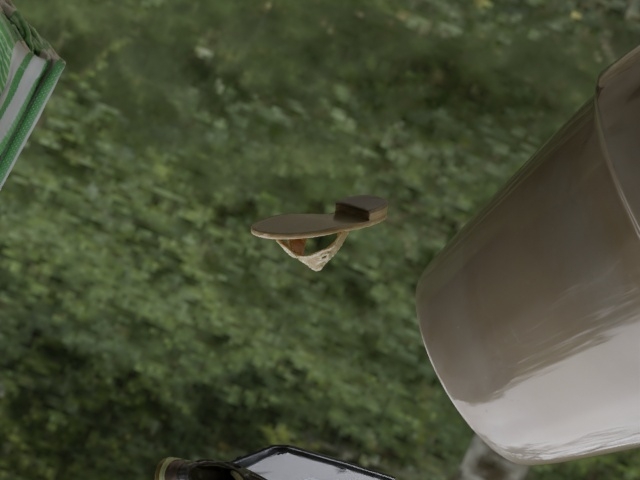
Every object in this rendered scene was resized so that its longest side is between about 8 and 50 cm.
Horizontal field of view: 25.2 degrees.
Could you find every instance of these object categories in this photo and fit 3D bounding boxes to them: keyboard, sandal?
[{"bbox_3d":[-0.045,0.354,2.059,0.317,0.201,0.033,29,-143,-52],"label":"keyboard"},{"bbox_3d":[0.005,0.002,1.929,0.088,0.079,0.240,19,-155,39],"label":"sandal"}]

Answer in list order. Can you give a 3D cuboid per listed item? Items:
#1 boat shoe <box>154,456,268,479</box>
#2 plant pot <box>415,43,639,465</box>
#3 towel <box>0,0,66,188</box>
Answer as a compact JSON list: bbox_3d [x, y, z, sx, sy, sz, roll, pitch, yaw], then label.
[{"bbox_3d":[-0.093,0.244,1.395,0.049,0.056,0.152,-5,164,43],"label":"boat shoe"},{"bbox_3d":[0.241,0.040,1.137,0.323,0.280,0.323,42,-151,-30],"label":"plant pot"},{"bbox_3d":[-0.352,-0.128,1.346,0.038,0.248,0.325,20,-164,-37],"label":"towel"}]
